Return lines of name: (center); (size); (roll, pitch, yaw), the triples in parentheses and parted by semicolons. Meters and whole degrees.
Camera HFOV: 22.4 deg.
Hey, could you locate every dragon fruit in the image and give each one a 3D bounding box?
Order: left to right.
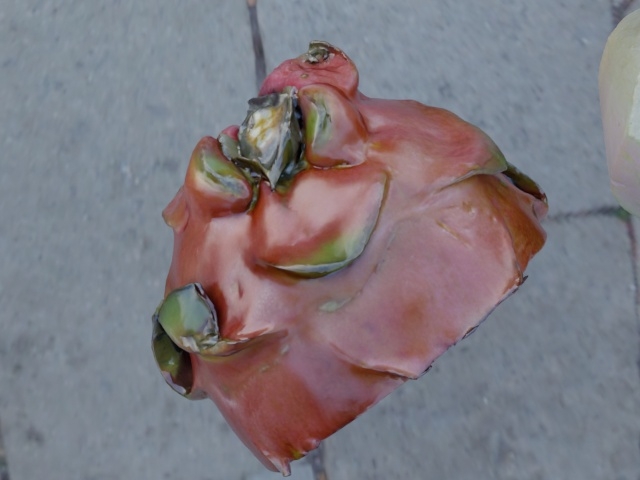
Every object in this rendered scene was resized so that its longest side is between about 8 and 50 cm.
dragon fruit: (0.000, 0.000, 1.174); (0.305, 0.305, 0.226); (-42, 92, 10)

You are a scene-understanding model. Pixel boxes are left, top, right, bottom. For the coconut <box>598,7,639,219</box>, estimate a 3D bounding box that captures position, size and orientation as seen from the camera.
coconut: (0.319, -0.096, 1.226); (0.236, 0.237, 0.197); (-1, 135, -4)
